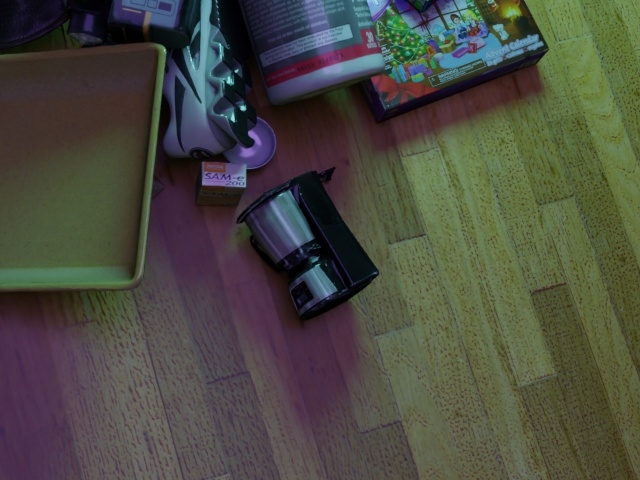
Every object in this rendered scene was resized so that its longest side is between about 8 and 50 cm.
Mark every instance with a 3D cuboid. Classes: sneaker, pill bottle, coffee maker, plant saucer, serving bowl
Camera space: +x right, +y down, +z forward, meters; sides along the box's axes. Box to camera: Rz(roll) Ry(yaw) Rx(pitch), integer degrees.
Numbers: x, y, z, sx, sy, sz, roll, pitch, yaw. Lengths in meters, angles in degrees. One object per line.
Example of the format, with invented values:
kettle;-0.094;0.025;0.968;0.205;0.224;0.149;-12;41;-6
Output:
sneaker;-0.177;-0.263;1.577;0.146;0.122;0.330;-15;57;23
pill bottle;-0.033;-0.364;1.563;0.176;0.176;0.318;-18;95;-16
coffee maker;0.000;0.000;1.550;0.171;0.120;0.178;-31;84;-18
plant saucer;-0.354;-0.084;1.470;0.333;0.081;0.332;-1;73;17
serving bowl;-0.107;-0.139;1.613;0.083;0.027;0.083;3;74;-10

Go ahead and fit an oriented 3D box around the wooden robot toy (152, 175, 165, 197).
wooden robot toy;-0.297;-0.109;1.540;0.173;0.079;0.076;21;72;-6

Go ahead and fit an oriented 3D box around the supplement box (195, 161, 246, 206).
supplement box;-0.140;-0.077;1.552;0.062;0.098;0.036;2;75;-10

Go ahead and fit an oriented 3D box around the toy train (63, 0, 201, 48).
toy train;-0.236;-0.412;1.484;0.190;0.142;0.334;12;82;-7

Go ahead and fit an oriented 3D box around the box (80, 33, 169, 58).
box;-0.278;-0.280;1.616;0.116;0.029;0.162;28;70;-3

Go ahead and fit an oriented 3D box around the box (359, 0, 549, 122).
box;0.178;-0.323;1.705;0.293;0.057;0.201;-22;80;-16

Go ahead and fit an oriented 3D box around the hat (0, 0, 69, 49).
hat;-0.463;-0.432;1.513;0.331;0.134;0.331;0;88;3

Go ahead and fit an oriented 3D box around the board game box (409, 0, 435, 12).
board game box;0.170;-0.455;1.695;0.136;0.035;0.201;41;68;8
